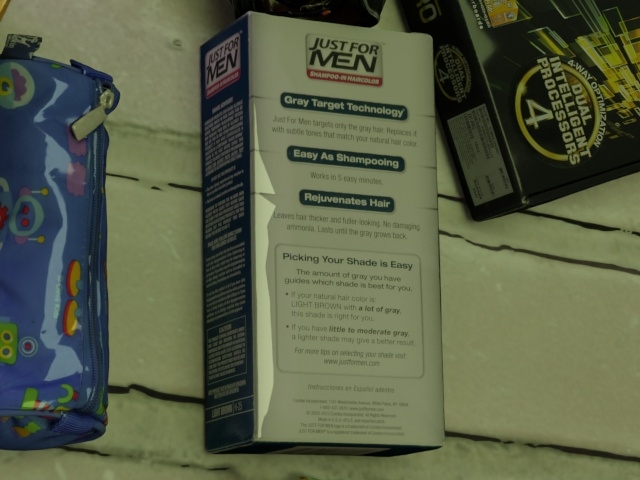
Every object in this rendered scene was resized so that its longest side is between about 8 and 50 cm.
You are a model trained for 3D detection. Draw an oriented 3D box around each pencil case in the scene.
[{"bbox_3d":[-0.213,0.005,1.502,0.119,0.133,0.306,16,72,-50],"label":"pencil case"}]

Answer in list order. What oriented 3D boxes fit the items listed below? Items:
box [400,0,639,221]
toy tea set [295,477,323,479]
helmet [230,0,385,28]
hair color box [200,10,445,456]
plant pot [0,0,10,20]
[{"bbox_3d":[0.220,-0.244,1.794,0.318,0.097,0.395,-16,87,-32],"label":"box"},{"bbox_3d":[-0.016,0.266,1.543,0.336,0.124,0.200,32,90,-41],"label":"toy tea set"},{"bbox_3d":[-0.010,-0.260,1.638,0.169,0.169,0.162,3,85,-27],"label":"helmet"},{"bbox_3d":[0.000,0.000,1.625,0.173,0.105,0.347,5,78,-26],"label":"hair color box"},{"bbox_3d":[-0.322,-0.229,1.469,0.188,0.205,0.205,25,69,-4],"label":"plant pot"}]
